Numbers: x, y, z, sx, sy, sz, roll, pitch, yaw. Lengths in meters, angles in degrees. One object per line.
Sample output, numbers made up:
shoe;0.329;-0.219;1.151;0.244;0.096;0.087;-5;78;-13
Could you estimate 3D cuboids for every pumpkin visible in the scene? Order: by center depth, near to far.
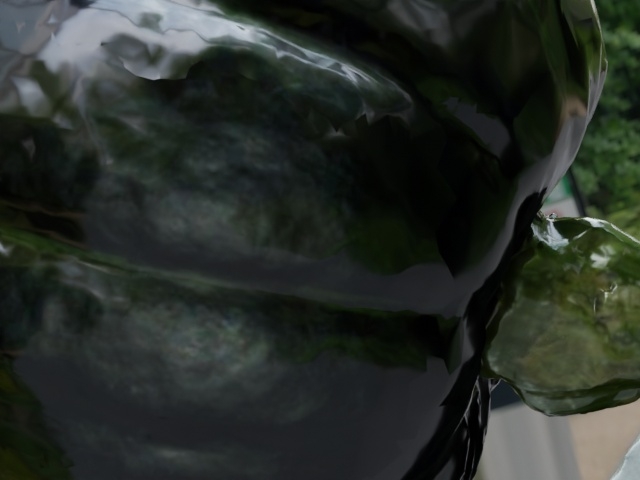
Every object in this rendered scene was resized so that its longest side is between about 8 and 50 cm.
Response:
pumpkin;0.000;0.000;0.471;0.295;0.296;0.296;-18;1;0

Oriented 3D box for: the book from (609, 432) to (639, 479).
book;0.193;0.244;0.682;0.269;0.032;0.389;20;72;47
